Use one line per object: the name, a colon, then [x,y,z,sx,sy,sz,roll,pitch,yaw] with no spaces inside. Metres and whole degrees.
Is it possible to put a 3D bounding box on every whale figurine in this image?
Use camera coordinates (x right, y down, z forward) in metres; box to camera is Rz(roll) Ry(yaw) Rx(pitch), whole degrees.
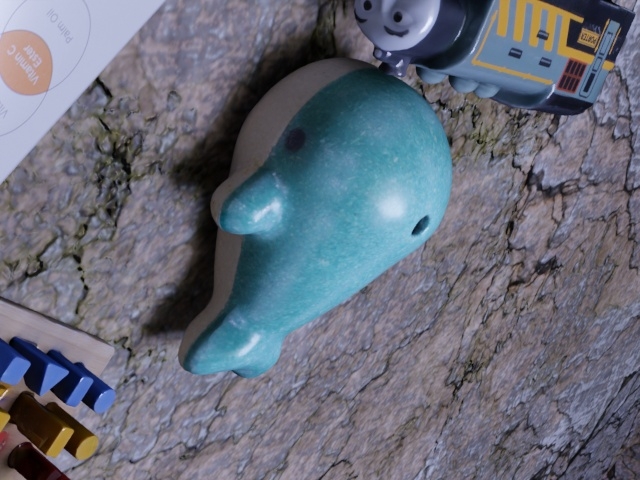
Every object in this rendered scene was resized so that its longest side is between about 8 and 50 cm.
whale figurine: [0.000,0.000,0.961,0.272,0.141,0.216,-61,151,6]

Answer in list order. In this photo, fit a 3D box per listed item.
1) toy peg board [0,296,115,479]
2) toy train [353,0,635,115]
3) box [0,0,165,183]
toy peg board: [-0.206,0.135,0.843,0.160,0.079,0.161,-56,151,-2]
toy train: [0.149,-0.202,0.983,0.334,0.142,0.190,0,114,-56]
box: [-0.250,-0.075,0.480,0.345,0.168,0.215,-51,151,-13]
